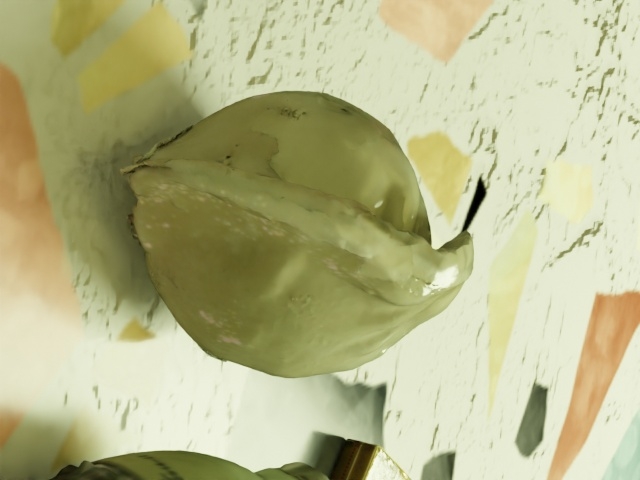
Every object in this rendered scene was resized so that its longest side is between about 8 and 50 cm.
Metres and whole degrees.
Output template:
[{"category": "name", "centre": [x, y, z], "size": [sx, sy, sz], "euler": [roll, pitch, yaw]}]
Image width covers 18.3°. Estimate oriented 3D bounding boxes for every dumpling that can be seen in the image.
[{"category": "dumpling", "centre": [0.000, 0.000, 0.859], "size": [0.199, 0.136, 0.118], "euler": [26, 69, -66]}]

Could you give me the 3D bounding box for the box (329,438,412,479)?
[{"category": "box", "centre": [0.016, 0.180, 1.022], "size": [0.090, 0.023, 0.133], "euler": [49, 58, -51]}]

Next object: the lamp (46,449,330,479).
[{"category": "lamp", "centre": [-0.085, 0.139, 0.801], "size": [0.250, 0.101, 0.101], "euler": [-14, 110, -41]}]
